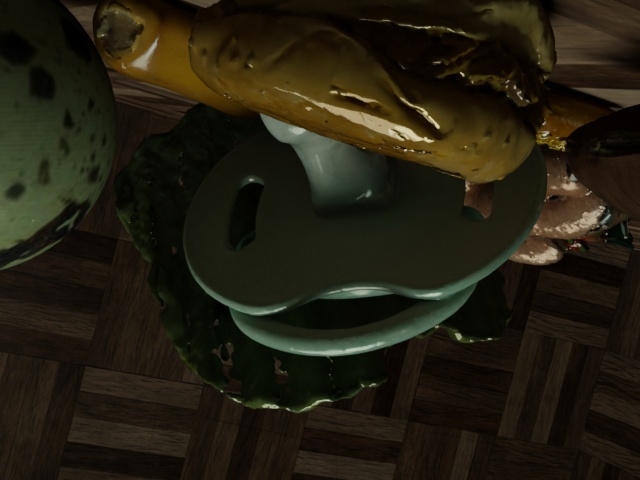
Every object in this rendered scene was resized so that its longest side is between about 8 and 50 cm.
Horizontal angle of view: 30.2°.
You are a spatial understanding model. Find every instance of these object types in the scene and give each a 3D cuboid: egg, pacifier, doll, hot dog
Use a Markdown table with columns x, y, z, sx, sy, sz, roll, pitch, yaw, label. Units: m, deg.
| x | y | z | sx | sy | sz | roll | pitch | yaw | label |
| --- | --- | --- | --- | --- | --- | --- | --- | --- | --- |
| -0.337 | -0.115 | 1.024 | 0.287 | 0.287 | 0.379 | 15 | 170 | 25 | egg |
| 0.018 | -0.056 | 1.043 | 0.343 | 0.288 | 0.269 | -11 | 138 | 16 | pacifier |
| 0.229 | -0.067 | 1.385 | 0.303 | 0.156 | 0.201 | -6 | 121 | 50 | doll |
| 0.164 | -0.104 | 0.952 | 0.165 | 0.045 | 0.071 | 13 | -176 | -21 | hot dog |

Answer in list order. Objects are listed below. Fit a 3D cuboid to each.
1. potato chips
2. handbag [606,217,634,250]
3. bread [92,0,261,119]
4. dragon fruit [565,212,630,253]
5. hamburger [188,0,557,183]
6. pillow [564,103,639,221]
| x | y | z | sx | sy | sz | roll | pitch | yaw | label |
| --- | --- | --- | --- | --- | --- | --- | --- | --- | --- |
| -0.006 | -0.005 | 1.249 | 0.373 | 0.097 | 0.389 | -21 | -117 | -29 | potato chips |
| 0.289 | -0.069 | 1.738 | 0.326 | 0.089 | 0.238 | 13 | -178 | -25 | handbag |
| -0.113 | -0.166 | 1.097 | 0.092 | 0.074 | 0.239 | 21 | -176 | 33 | bread |
| 0.326 | -0.041 | 1.526 | 0.142 | 0.121 | 0.130 | -10 | -168 | -8 | dragon fruit |
| 0.033 | -0.107 | 0.689 | 0.213 | 0.108 | 0.214 | 19 | -177 | -1 | hamburger |
| 0.322 | -0.024 | 0.653 | 0.305 | 0.108 | 0.308 | 13 | -179 | -6 | pillow |
